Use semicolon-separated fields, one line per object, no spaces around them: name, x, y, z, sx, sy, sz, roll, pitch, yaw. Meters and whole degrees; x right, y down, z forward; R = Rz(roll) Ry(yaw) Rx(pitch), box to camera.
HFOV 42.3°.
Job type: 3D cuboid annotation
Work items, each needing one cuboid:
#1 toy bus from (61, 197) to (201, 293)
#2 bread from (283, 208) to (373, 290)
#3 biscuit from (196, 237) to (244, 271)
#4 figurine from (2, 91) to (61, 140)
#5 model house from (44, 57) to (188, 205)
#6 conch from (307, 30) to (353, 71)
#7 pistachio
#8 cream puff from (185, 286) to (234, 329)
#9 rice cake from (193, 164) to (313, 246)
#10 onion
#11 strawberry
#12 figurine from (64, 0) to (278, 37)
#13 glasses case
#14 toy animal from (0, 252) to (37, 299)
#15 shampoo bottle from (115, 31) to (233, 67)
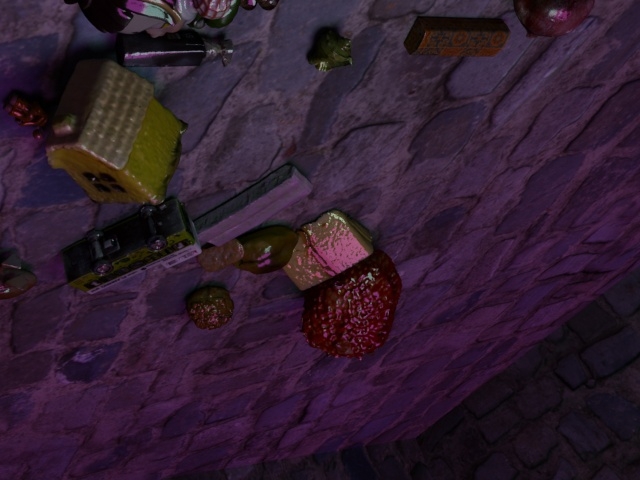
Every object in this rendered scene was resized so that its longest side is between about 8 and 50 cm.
toy bus;-0.430;0.019;1.894;0.302;0.113;0.139;-23;151;6
bread;0.000;0.000;2.240;0.240;0.135;0.178;-30;117;15
biscuit;-0.252;0.035;2.071;0.147;0.071;0.018;-24;-162;30
figurine;-0.494;-0.221;1.491;0.101;0.068;0.143;-22;139;9
model house;-0.366;-0.193;1.449;0.175;0.193;0.234;7;157;18
conch;0.025;-0.360;1.605;0.089;0.074;0.121;40;143;-22
pistachio;-0.139;0.023;2.103;0.189;0.100;0.110;-13;150;-16
cream puff;-0.299;0.191;2.270;0.126;0.103;0.144;-25;157;2
rice cake;-0.162;-0.080;1.969;0.298;0.050;0.106;-30;149;13
onion;0.456;-0.471;1.658;0.159;0.159;0.195;-16;163;-13
strawberry;0.079;0.172;2.361;0.292;0.292;0.343;-13;138;-17
figurine;-0.223;-0.395;1.263;0.370;0.281;0.167;-13;112;-46
glasses case;0.286;-0.419;1.717;0.218;0.049;0.075;-6;147;-27
toy animal;-0.730;0.100;1.848;0.188;0.089;0.179;-5;162;-38
shampoo bottle;-0.255;-0.337;1.468;0.208;0.057;0.063;-7;147;-25
